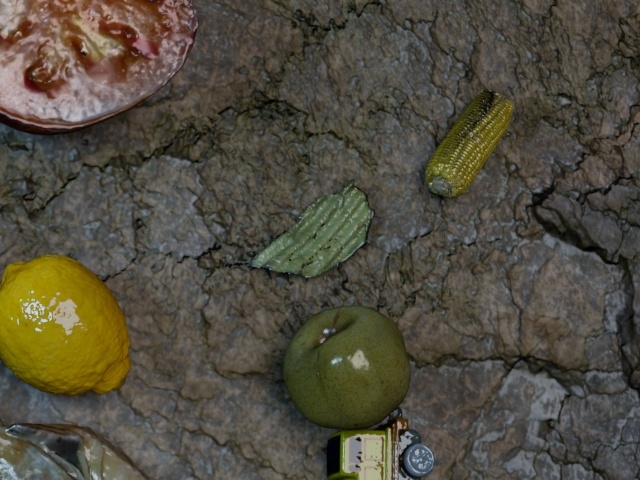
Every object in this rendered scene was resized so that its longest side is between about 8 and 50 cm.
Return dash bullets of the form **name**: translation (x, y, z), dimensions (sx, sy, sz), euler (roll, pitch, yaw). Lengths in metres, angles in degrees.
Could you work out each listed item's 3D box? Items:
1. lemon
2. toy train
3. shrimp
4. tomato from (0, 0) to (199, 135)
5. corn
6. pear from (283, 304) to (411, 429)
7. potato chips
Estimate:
- **lemon**: translation (-0.288, 0.100, 1.364), dimensions (0.187, 0.142, 0.142), euler (48, 58, -10)
- **toy train**: translation (0.072, 0.314, 1.529), dimensions (0.127, 0.089, 0.219), euler (7, 71, -16)
- **shrimp**: translation (-0.294, 0.250, 1.354), dimensions (0.317, 0.077, 0.168), euler (45, 29, -3)
- **tomato**: translation (-0.333, -0.272, 1.457), dimensions (0.338, 0.143, 0.338), euler (6, 75, -25)
- **corn**: translation (0.217, -0.142, 1.765), dimensions (0.072, 0.072, 0.203), euler (44, 58, -10)
- **pear**: translation (0.035, 0.159, 1.510), dimensions (0.167, 0.167, 0.137), euler (-38, 117, -32)
- **potato chips**: translation (0.000, 0.000, 1.621), dimensions (0.207, 0.028, 0.092), euler (-41, 94, -34)
